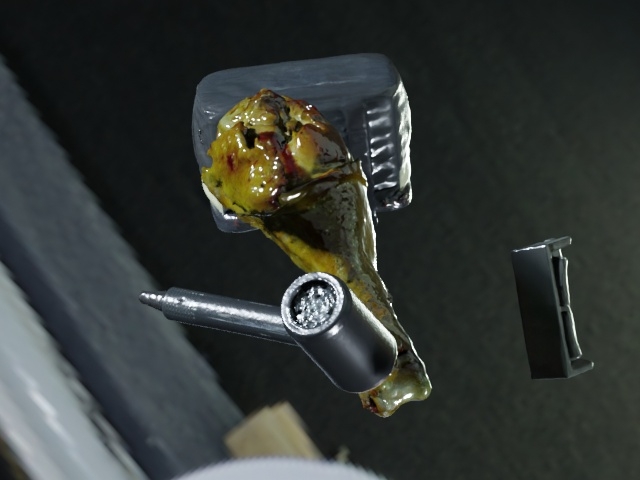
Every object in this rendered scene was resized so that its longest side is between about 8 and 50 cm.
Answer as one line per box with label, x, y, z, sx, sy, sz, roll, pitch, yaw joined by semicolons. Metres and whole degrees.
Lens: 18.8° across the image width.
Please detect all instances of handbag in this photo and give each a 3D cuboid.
handbag;-0.020;-0.110;2.255;0.254;0.181;0.181;-8;-155;-4

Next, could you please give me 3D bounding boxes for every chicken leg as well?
chicken leg;-0.002;-0.014;1.919;0.211;0.140;0.361;36;-159;-54

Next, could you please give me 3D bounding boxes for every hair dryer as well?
hair dryer;-0.066;0.067;1.747;0.128;0.255;0.070;52;-128;-57

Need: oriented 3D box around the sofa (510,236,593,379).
sofa;0.259;0.071;2.080;0.085;0.060;0.147;-12;-88;-57
